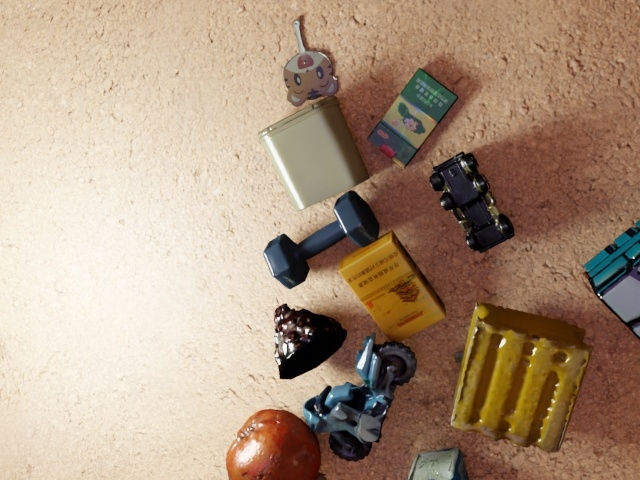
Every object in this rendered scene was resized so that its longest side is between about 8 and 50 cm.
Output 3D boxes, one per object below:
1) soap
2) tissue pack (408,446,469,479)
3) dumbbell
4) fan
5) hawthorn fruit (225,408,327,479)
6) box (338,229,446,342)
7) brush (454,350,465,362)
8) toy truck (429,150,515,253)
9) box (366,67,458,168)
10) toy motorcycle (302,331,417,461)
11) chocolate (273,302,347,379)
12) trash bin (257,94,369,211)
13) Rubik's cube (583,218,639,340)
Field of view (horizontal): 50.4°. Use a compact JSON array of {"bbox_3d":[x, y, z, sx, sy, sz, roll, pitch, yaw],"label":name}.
[{"bbox_3d":[0.512,0.355,1.768,0.293,0.156,0.335,10,109,7],"label":"soap"},{"bbox_3d":[0.347,0.739,1.875,0.146,0.198,0.263,-15,95,19],"label":"tissue pack"},{"bbox_3d":[0.000,0.000,1.862,0.316,0.144,0.156,-31,134,17],"label":"dumbbell"},{"bbox_3d":[-0.044,-0.491,1.867,0.152,0.008,0.227,-12,97,17],"label":"fan"},{"bbox_3d":[-0.107,0.633,1.958,0.307,0.276,0.276,31,106,-13],"label":"hawthorn fruit"},{"bbox_3d":[0.195,0.131,1.840,0.174,0.076,0.274,-31,107,19],"label":"box"},{"bbox_3d":[0.456,0.309,1.863,0.178,0.030,0.033,-16,105,16],"label":"brush"},{"bbox_3d":[0.396,-0.101,1.760,0.127,0.127,0.257,-30,92,24],"label":"toy truck"},{"bbox_3d":[0.243,-0.323,1.807,0.132,0.034,0.235,39,107,5],"label":"box"},{"bbox_3d":[0.095,0.436,1.902,0.232,0.172,0.416,27,114,3],"label":"toy motorcycle"},{"bbox_3d":[-0.056,0.250,1.922,0.177,0.206,0.224,55,148,25],"label":"chocolate"},{"bbox_3d":[-0.018,-0.232,1.850,0.243,0.121,0.247,-23,95,16],"label":"trash bin"},{"bbox_3d":[0.829,0.105,1.601,0.293,0.283,0.288,45,108,2],"label":"Rubik's cube"}]
